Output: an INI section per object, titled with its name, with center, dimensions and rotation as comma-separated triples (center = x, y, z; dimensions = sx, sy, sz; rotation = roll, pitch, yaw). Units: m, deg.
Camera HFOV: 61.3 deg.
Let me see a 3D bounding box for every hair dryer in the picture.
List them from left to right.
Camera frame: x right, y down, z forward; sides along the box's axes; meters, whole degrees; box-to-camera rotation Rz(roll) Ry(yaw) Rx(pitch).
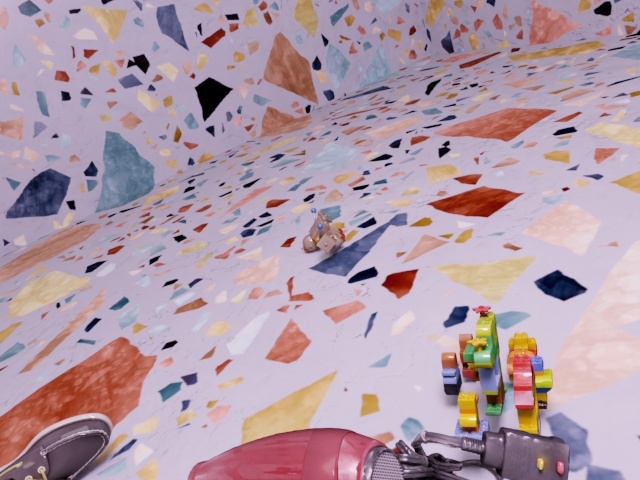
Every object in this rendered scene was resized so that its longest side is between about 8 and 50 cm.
[hair dryer]
center = 0.034, 0.208, 0.448
dimensions = 0.293, 0.224, 0.080
rotation = 2, 61, -2

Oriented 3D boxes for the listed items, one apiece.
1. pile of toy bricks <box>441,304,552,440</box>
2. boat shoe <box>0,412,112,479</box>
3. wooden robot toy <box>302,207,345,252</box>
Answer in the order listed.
[pile of toy bricks]
center = 0.181, 0.123, 0.576
dimensions = 0.117, 0.105, 0.212
rotation = -7, 9, 23
[boat shoe]
center = -0.372, 0.312, 0.696
dimensions = 0.227, 0.081, 0.068
rotation = -32, 29, -9
[wooden robot toy]
center = 0.000, 0.000, 1.106
dimensions = 0.079, 0.076, 0.173
rotation = -52, 20, 14
